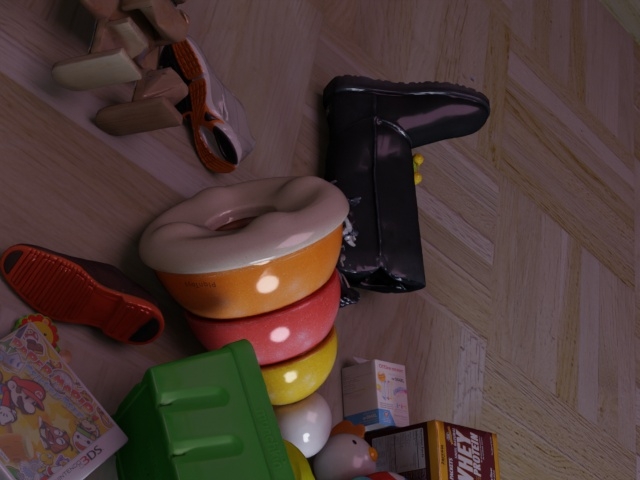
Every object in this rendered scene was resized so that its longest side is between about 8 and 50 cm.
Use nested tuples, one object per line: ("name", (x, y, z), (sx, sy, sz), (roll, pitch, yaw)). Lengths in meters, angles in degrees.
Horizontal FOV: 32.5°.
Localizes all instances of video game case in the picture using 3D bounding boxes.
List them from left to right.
("video game case", (-0.397, 0.241, 1.513), (0.227, 0.026, 0.206), (50, 33, 1))

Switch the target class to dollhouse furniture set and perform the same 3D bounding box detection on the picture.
("dollhouse furniture set", (-0.398, -0.419, 1.809), (0.394, 0.257, 0.362), (52, 38, -52))

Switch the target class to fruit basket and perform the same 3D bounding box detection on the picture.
("fruit basket", (-0.109, 0.366, 1.661), (0.392, 0.283, 0.392), (23, 41, -21))

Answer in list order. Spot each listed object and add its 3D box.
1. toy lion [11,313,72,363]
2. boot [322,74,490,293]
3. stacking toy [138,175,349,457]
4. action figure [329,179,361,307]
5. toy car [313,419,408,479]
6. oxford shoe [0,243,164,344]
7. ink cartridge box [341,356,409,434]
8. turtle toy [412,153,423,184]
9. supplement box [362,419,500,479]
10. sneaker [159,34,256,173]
("toy lion", (-0.421, 0.159, 1.616), (0.096, 0.034, 0.100), (55, 41, -6))
("boot", (0.182, -0.108, 2.246), (0.367, 0.146, 0.445), (3, 62, -8))
("stacking toy", (-0.087, 0.155, 1.857), (0.351, 0.351, 0.479), (-37, 121, -50))
("action figure", (0.000, 0.000, 2.041), (0.141, 0.164, 0.275), (34, 43, -54))
("toy car", (0.066, 0.416, 1.939), (0.219, 0.210, 0.237), (34, 37, -46))
("oxford shoe", (-0.368, 0.071, 1.690), (0.271, 0.097, 0.098), (32, 19, -29))
("ink cartridge box", (0.104, 0.293, 2.107), (0.092, 0.090, 0.143), (18, 61, -44))
("turtle toy", (0.172, -0.135, 2.387), (0.066, 0.095, 0.130), (20, 57, -19))
("supplement box", (0.206, 0.431, 2.079), (0.191, 0.194, 0.129), (20, 59, -43))
("sneaker", (-0.203, -0.257, 2.014), (0.121, 0.099, 0.262), (-42, 114, -57))
